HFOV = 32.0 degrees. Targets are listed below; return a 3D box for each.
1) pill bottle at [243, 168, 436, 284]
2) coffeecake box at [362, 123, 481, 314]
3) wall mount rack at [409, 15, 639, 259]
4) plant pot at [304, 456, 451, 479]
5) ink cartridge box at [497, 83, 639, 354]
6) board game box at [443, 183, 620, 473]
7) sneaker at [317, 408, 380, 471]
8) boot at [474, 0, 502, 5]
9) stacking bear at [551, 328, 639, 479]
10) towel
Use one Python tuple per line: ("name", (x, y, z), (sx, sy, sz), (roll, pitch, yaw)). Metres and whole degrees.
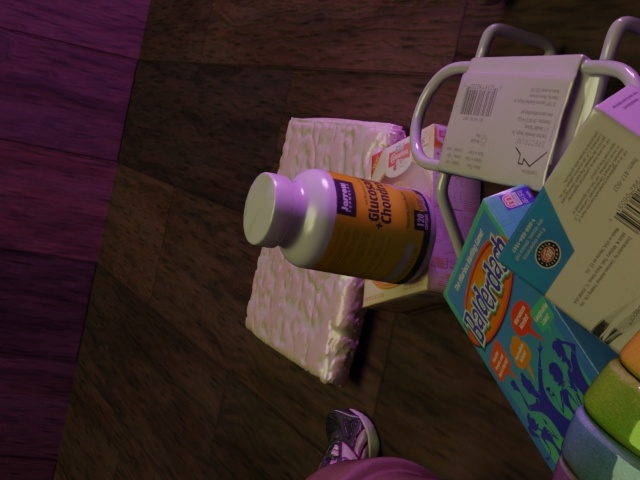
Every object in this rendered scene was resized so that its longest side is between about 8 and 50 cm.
("pill bottle", (0.019, -0.017, 1.151), (0.103, 0.184, 0.103), (-32, 53, 56))
("coffeecake box", (0.114, -0.020, 1.254), (0.142, 0.068, 0.185), (-24, 59, 61))
("wall mount rack", (0.202, -0.047, 1.020), (0.350, 0.130, 0.304), (21, 96, 65))
("plant pot", (0.115, 0.303, 0.951), (0.229, 0.263, 0.263), (-21, 60, 42))
("ink cartridge box", (0.254, 0.009, 0.797), (0.203, 0.086, 0.148), (39, 125, 15))
("board game box", (0.188, 0.082, 0.944), (0.210, 0.047, 0.160), (61, 158, 27))
("sneaker", (0.029, 0.266, 1.315), (0.072, 0.077, 0.178), (-65, 28, 27))
("boot", (0.229, -0.314, 1.114), (0.246, 0.083, 0.161), (-62, 35, 34))
("stacking bear", (0.243, 0.101, 0.670), (0.175, 0.164, 0.289), (34, 101, 28))
("towel", (0.000, 0.000, 1.510), (0.317, 0.053, 0.332), (20, 98, 66))
